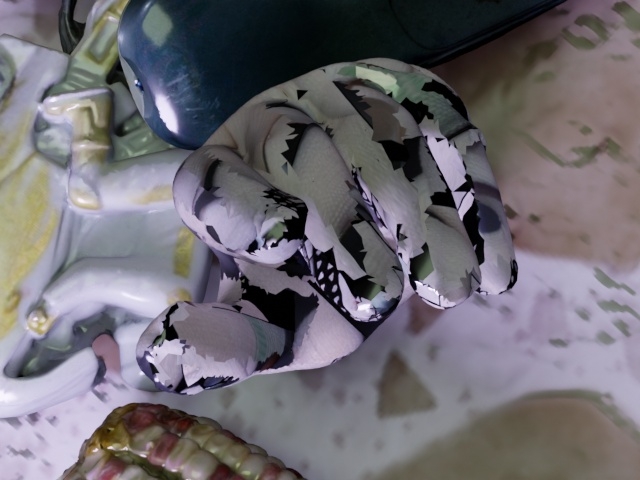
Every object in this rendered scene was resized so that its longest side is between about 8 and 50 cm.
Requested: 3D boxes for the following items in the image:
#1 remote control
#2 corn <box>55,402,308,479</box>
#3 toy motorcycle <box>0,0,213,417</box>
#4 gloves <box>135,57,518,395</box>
[{"bbox_3d":[0.029,-0.099,0.758,0.222,0.042,0.072,-22,107,-9],"label":"remote control"},{"bbox_3d":[0.003,0.140,0.737,0.237,0.079,0.079,32,88,13],"label":"corn"},{"bbox_3d":[-0.098,-0.008,0.782,0.151,0.074,0.228,40,80,6],"label":"toy motorcycle"},{"bbox_3d":[0.000,-0.009,0.689,0.128,0.212,0.111,-16,78,9],"label":"gloves"}]
